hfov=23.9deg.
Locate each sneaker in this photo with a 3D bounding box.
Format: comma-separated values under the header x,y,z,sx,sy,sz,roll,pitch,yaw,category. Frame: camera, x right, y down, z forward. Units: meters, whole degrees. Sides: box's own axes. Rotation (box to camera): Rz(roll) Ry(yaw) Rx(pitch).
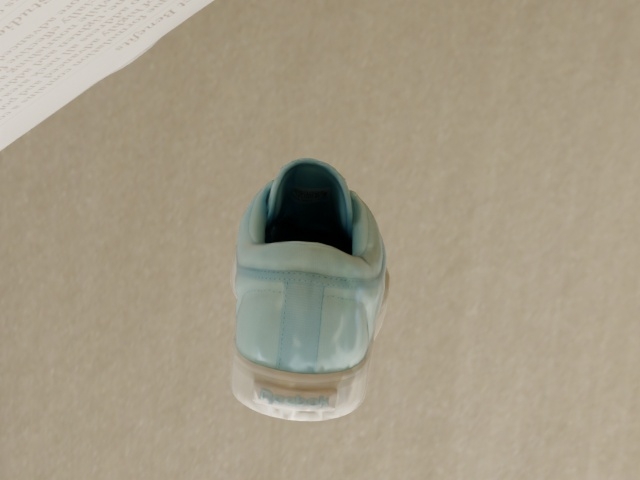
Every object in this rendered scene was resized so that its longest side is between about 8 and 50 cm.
x,y,z,sx,sy,sz,roll,pitch,yaw,category
0.000,0.000,1.168,0.135,0.150,0.366,7,-161,-6,sneaker

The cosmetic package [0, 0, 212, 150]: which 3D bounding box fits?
x,y,z,sx,sy,sz,roll,pitch,yaw,category
-0.298,-0.267,1.030,0.327,0.329,0.393,63,-157,9,cosmetic package
